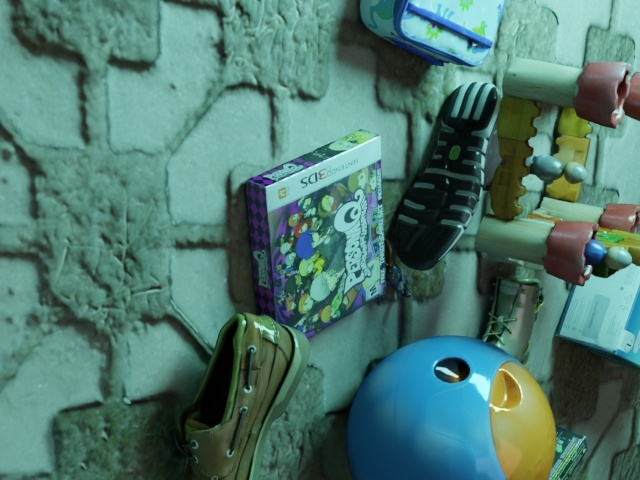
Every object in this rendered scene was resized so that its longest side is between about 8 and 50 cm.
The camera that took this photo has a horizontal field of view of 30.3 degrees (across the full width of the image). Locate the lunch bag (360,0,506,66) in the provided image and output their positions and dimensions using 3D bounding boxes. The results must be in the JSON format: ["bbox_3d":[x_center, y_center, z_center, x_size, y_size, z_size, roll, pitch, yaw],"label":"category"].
[{"bbox_3d":[0.153,-0.319,1.510,0.219,0.090,0.176,13,97,-51],"label":"lunch bag"}]

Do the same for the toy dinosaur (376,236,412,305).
[{"bbox_3d":[0.108,0.049,1.645,0.082,0.047,0.090,31,69,-69],"label":"toy dinosaur"}]

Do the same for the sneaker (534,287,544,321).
[{"bbox_3d":[0.353,0.105,1.961,0.031,0.035,0.083,-38,131,-34],"label":"sneaker"}]

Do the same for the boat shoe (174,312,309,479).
[{"bbox_3d":[-0.125,0.230,1.395,0.104,0.111,0.307,24,84,-38],"label":"boat shoe"}]

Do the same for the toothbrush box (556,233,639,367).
[{"bbox_3d":[0.575,0.119,2.160,0.295,0.126,0.216,23,86,-51],"label":"toothbrush box"}]

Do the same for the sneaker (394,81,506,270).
[{"bbox_3d":[0.212,-0.069,1.670,0.162,0.106,0.281,35,77,-54],"label":"sneaker"}]

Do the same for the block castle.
[{"bbox_3d":[0.397,-0.104,1.702,0.453,0.213,0.303,-13,114,-66],"label":"block castle"}]

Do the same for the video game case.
[{"bbox_3d":[0.000,0.000,1.490,0.210,0.042,0.232,-26,124,-40],"label":"video game case"}]

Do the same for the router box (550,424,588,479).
[{"bbox_3d":[0.402,0.384,2.087,0.122,0.092,0.038,-48,136,-26],"label":"router box"}]

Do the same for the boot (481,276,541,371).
[{"bbox_3d":[0.278,0.142,1.855,0.213,0.077,0.165,-9,112,-54],"label":"boot"}]

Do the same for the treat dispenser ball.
[{"bbox_3d":[0.177,0.274,1.616,0.288,0.288,0.288,-23,121,-44],"label":"treat dispenser ball"}]
